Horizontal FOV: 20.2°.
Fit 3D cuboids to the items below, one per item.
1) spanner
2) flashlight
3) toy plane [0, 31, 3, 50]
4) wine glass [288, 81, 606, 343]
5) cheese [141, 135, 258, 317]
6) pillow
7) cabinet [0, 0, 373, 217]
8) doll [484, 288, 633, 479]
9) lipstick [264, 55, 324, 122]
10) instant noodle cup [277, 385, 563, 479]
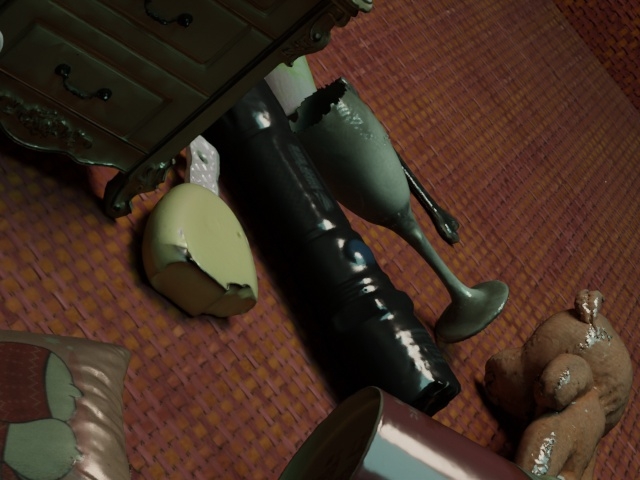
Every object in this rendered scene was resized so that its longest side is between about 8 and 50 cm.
[{"bbox_3d":[0.095,-0.100,2.232,0.254,0.015,0.054,53,21,1],"label":"spanner"},{"bbox_3d":[0.000,0.000,1.803,0.103,0.103,0.424,8,48,-59],"label":"flashlight"},{"bbox_3d":[-0.357,-0.163,1.303,0.252,0.118,0.252,8,38,-6],"label":"toy plane"},{"bbox_3d":[0.134,-0.088,1.981,0.309,0.264,0.096,51,-23,-21],"label":"wine glass"},{"bbox_3d":[-0.109,-0.022,1.690,0.127,0.050,0.255,40,26,-26],"label":"cheese"},{"bbox_3d":[-0.220,0.132,1.143,0.223,0.084,0.236,4,39,-17],"label":"pillow"},{"bbox_3d":[-0.181,-0.231,1.524,0.290,0.318,0.227,30,29,-42],"label":"cabinet"},{"bbox_3d":[0.236,0.196,1.956,0.303,0.156,0.201,-52,146,-48],"label":"doll"},{"bbox_3d":[-0.062,-0.232,2.056,0.076,0.076,0.304,28,33,-44],"label":"lipstick"},{"bbox_3d":[0.062,0.240,1.435,0.178,0.235,0.235,36,26,-12],"label":"instant noodle cup"}]
